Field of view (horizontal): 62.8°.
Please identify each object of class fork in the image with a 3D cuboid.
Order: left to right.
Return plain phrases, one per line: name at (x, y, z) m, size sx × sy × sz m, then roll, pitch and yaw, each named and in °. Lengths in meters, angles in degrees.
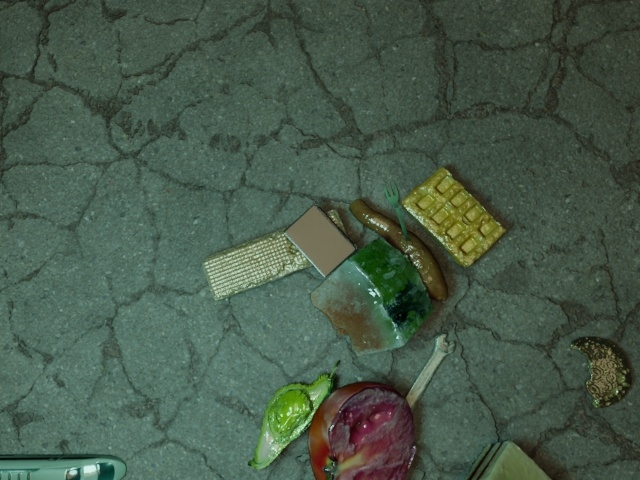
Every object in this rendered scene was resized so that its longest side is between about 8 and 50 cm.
fork at (0.222, -0.078, 1.503) m, size 0.039 × 0.021 × 0.235 m, roll -14°, pitch 49°, yaw 6°

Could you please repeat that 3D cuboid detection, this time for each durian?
durian at (-0.077, 0.466, 1.433) m, size 0.106 × 0.132 × 0.375 m, roll 45°, pitch 82°, yaw -19°

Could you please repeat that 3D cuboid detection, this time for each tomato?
tomato at (0.095, 0.533, 1.379) m, size 0.290 × 0.176 × 0.334 m, roll -5°, pitch 91°, yaw -32°

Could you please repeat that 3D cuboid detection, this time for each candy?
candy at (0.526, 0.689, 1.327) m, size 0.179 × 0.135 × 0.320 m, roll -38°, pitch 80°, yaw -31°

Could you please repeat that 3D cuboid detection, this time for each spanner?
spanner at (0.286, 0.398, 1.470) m, size 0.071 × 0.017 × 0.301 m, roll 33°, pitch 84°, yaw 7°

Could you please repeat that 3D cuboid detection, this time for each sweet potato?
sweet potato at (0.234, 0.017, 1.491) m, size 0.109 × 0.109 × 0.385 m, roll -39°, pitch 79°, yaw -4°

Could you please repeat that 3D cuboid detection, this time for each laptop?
laptop at (0.000, 0.000, 1.471) m, size 0.129 × 0.016 × 0.180 m, roll -42°, pitch 84°, yaw -4°

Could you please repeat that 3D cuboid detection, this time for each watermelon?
watermelon at (0.128, 0.170, 1.403) m, size 0.302 × 0.151 × 0.264 m, roll -37°, pitch 83°, yaw 18°

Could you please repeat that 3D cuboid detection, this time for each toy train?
toy train at (-0.750, 0.640, 1.444) m, size 0.407 × 0.088 × 0.086 m, roll -1°, pitch 80°, yaw 1°

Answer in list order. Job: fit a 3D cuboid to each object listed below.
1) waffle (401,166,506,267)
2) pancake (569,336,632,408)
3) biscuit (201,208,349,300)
waffle at (0.381, -0.067, 1.521) m, size 0.168 × 0.057 × 0.274 m, roll -43°, pitch 81°, yaw -4°
pancake at (0.768, 0.366, 1.452) m, size 0.184 × 0.020 × 0.190 m, roll 19°, pitch 81°, yaw 5°
biscuit at (-0.122, 0.046, 1.515) m, size 0.426 × 0.078 × 0.143 m, roll -21°, pitch 82°, yaw -1°
